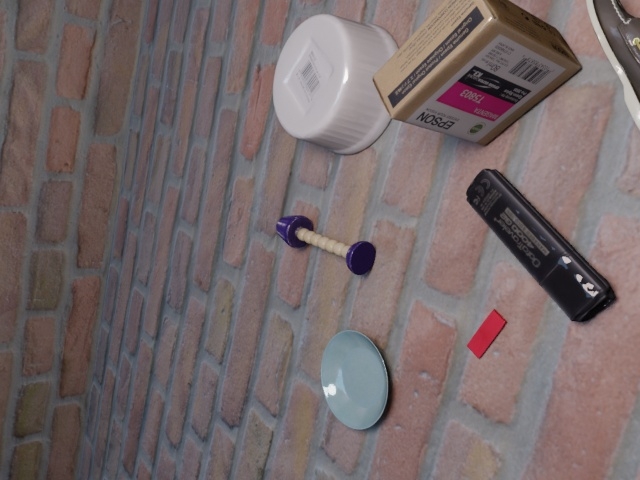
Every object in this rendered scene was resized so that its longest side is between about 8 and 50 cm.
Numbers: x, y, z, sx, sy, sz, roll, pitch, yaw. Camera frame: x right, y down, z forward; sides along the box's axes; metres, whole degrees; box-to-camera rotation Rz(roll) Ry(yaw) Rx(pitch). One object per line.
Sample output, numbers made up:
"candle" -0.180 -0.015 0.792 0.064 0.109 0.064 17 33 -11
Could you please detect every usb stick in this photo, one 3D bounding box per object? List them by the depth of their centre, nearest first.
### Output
"usb stick" 0.320 0.000 0.824 0.278 0.045 0.077 58 136 34

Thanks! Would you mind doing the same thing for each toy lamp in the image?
"toy lamp" 0.000 0.000 1.182 0.275 0.080 0.080 22 104 46

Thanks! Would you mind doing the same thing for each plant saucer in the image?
"plant saucer" 0.076 0.277 1.101 0.195 0.037 0.194 -6 83 49

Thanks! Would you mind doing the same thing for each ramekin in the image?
"ramekin" 0.021 -0.323 1.129 0.277 0.135 0.277 -4 84 50

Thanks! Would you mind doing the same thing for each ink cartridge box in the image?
"ink cartridge box" 0.229 -0.245 0.799 0.193 0.235 0.088 -42 56 41

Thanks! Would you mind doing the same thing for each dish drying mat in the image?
"dish drying mat" 0.273 0.154 0.898 0.032 0.008 0.083 51 125 40

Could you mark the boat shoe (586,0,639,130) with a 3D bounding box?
"boat shoe" 0.415 -0.238 0.703 0.069 0.081 0.227 -29 73 42
